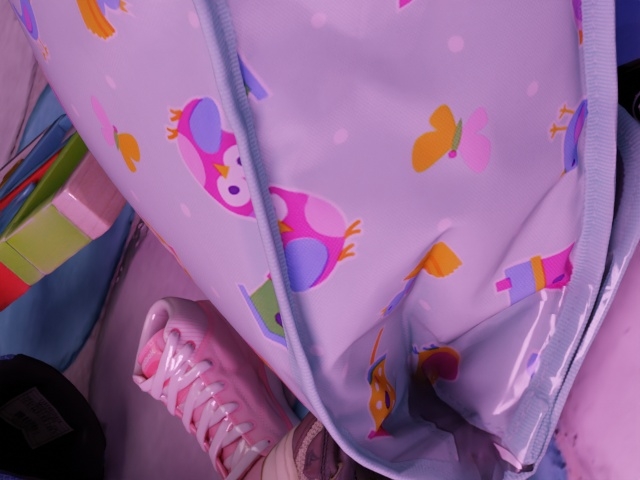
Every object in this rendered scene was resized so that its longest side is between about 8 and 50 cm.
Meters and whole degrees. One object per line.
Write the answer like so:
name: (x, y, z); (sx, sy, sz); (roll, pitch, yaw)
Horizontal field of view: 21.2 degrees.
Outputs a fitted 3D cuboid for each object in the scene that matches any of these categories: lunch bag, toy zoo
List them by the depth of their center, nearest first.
lunch bag: (-0.006, -0.056, 0.599); (0.223, 0.160, 0.262); (40, 154, 48)
toy zoo: (-0.172, -0.009, 0.953); (0.293, 0.030, 0.192); (-34, 19, 39)

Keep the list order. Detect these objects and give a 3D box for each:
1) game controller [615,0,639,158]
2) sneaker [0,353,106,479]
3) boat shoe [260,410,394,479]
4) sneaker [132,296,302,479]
game controller: (0.120, -0.109, 0.598); (0.319, 0.067, 0.166); (-20, 59, 55)
sneaker: (-0.182, 0.131, 0.946); (0.147, 0.130, 0.330); (-50, 27, -2)
boat shoe: (0.035, 0.120, 0.610); (0.073, 0.080, 0.223); (-66, 26, 22)
sneaker: (-0.049, 0.078, 0.779); (0.051, 0.070, 0.134); (-51, 38, 30)
